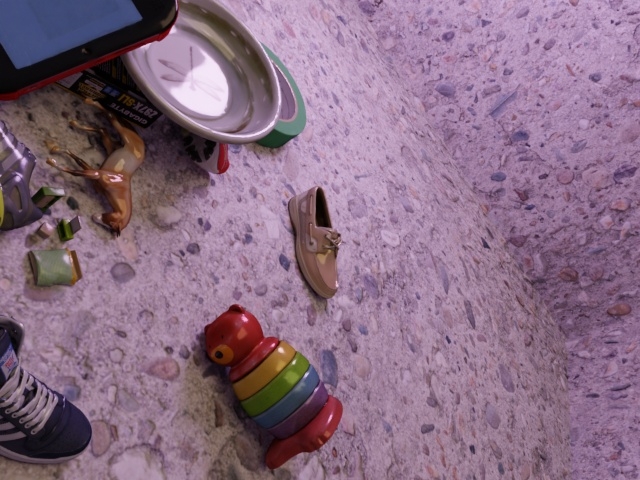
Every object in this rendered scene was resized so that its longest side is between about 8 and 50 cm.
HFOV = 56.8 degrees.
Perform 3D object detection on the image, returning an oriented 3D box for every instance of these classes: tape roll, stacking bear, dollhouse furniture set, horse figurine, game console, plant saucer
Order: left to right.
[{"bbox_3d":[-0.478,-0.447,1.014,0.387,0.060,0.342,-31,94,-21],"label":"game console"},{"bbox_3d":[-0.421,-0.005,0.948,0.076,0.059,0.151,1,65,-56],"label":"dollhouse furniture set"},{"bbox_3d":[-0.396,-0.155,1.103,0.174,0.066,0.263,35,41,-28],"label":"horse figurine"},{"bbox_3d":[-0.265,-0.361,1.254,0.400,0.101,0.400,26,50,-35],"label":"plant saucer"},{"bbox_3d":[-0.170,-0.415,1.643,0.321,0.077,0.321,36,39,-35],"label":"tape roll"},{"bbox_3d":[-0.105,0.256,1.127,0.289,0.175,0.164,51,33,-4],"label":"stacking bear"}]

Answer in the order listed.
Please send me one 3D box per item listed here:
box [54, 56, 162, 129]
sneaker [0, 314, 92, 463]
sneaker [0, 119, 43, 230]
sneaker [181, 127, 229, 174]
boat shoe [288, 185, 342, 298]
[{"bbox_3d":[-0.448,-0.422,1.230,0.257,0.079,0.322,22,48,-45],"label":"box"},{"bbox_3d":[-0.384,0.191,0.749,0.282,0.153,0.099,43,36,-29],"label":"sneaker"},{"bbox_3d":[-0.510,-0.145,0.901,0.121,0.111,0.299,3,71,-63],"label":"sneaker"},{"bbox_3d":[-0.269,-0.274,1.387,0.118,0.107,0.279,44,33,-61],"label":"sneaker"},{"bbox_3d":[0.000,0.000,1.537,0.109,0.098,0.302,18,51,-50],"label":"boat shoe"}]
